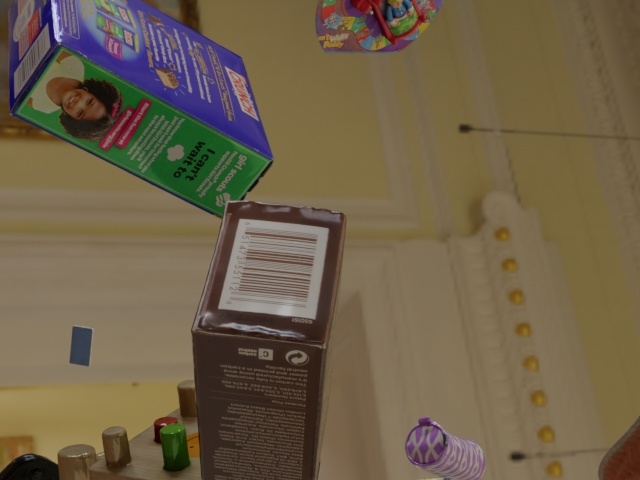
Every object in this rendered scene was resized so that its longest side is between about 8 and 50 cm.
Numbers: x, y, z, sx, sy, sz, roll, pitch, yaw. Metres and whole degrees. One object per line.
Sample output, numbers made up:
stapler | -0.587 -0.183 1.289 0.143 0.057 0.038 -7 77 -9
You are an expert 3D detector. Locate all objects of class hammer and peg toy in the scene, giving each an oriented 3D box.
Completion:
hammer and peg toy | -0.210 0.302 1.638 0.361 0.266 0.127 2 -74 31

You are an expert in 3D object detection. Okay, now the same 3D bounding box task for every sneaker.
sneaker | 0.545 0.281 1.638 0.302 0.121 0.108 -55 -126 38

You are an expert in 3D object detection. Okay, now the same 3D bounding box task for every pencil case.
pencil case | 0.222 0.376 1.938 0.086 0.206 0.088 -17 -119 23

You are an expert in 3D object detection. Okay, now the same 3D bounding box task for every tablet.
tablet | -0.510 0.225 2.333 0.054 0.006 0.083 6 -88 24

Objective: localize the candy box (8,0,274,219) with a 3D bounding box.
candy box | -0.234 -0.202 1.409 0.122 0.317 0.268 -49 -146 23

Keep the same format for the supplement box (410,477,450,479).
supplement box | 0.123 0.342 1.367 0.083 0.083 0.056 88 -2 -53

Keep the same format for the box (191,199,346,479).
box | -0.056 0.154 1.232 0.381 0.143 0.191 92 6 -46

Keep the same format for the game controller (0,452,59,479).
game controller | -0.547 0.505 1.870 0.319 0.166 0.067 -47 -148 0

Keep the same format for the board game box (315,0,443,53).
board game box | 0.075 -0.243 1.141 0.033 0.169 0.133 53 -46 35
